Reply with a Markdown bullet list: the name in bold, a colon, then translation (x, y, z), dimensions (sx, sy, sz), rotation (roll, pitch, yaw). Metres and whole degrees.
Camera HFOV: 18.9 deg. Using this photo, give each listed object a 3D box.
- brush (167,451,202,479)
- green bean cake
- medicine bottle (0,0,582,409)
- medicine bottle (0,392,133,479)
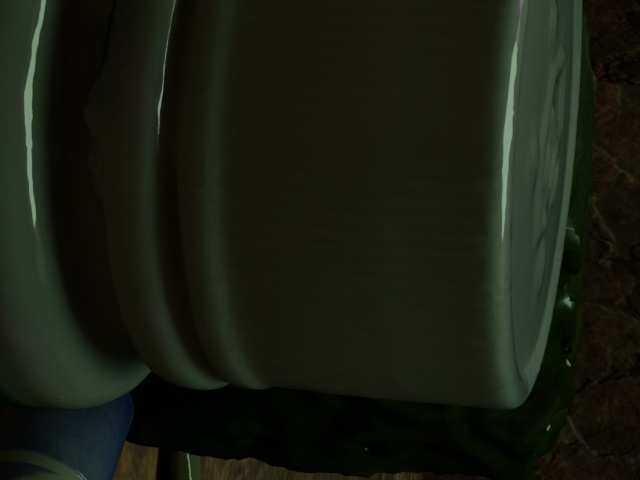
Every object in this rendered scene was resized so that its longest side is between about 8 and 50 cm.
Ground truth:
- **brush**: translation (-0.085, 0.261, 1.198), dimensions (0.054, 0.048, 0.282), rotation (-38, 125, -82)
- **green bean cake**: translation (-0.003, -0.013, 0.860), dimensions (0.250, 0.247, 0.156), rotation (84, 14, -52)
- **medicine bottle**: translation (-0.067, -0.030, 0.421), dimensions (0.139, 0.237, 0.139), rotation (6, 90, -77)
- **medicine bottle**: translation (-0.128, 0.137, 0.755), dimensions (0.231, 0.059, 0.059), rotation (-75, 167, -52)
